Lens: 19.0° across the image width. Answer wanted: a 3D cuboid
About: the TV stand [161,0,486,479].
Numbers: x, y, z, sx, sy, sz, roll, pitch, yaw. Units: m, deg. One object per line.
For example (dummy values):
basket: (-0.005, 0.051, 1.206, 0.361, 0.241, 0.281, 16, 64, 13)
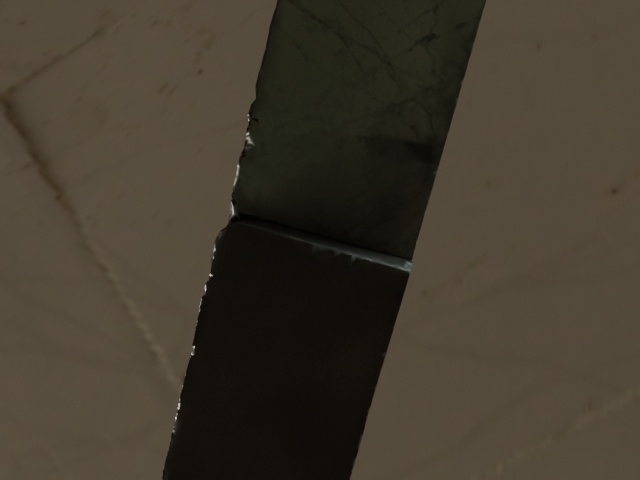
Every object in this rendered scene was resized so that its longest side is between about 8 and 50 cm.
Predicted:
TV stand: (0.000, 0.000, 0.477, 0.049, 0.040, 0.256, 16, -66, 3)
